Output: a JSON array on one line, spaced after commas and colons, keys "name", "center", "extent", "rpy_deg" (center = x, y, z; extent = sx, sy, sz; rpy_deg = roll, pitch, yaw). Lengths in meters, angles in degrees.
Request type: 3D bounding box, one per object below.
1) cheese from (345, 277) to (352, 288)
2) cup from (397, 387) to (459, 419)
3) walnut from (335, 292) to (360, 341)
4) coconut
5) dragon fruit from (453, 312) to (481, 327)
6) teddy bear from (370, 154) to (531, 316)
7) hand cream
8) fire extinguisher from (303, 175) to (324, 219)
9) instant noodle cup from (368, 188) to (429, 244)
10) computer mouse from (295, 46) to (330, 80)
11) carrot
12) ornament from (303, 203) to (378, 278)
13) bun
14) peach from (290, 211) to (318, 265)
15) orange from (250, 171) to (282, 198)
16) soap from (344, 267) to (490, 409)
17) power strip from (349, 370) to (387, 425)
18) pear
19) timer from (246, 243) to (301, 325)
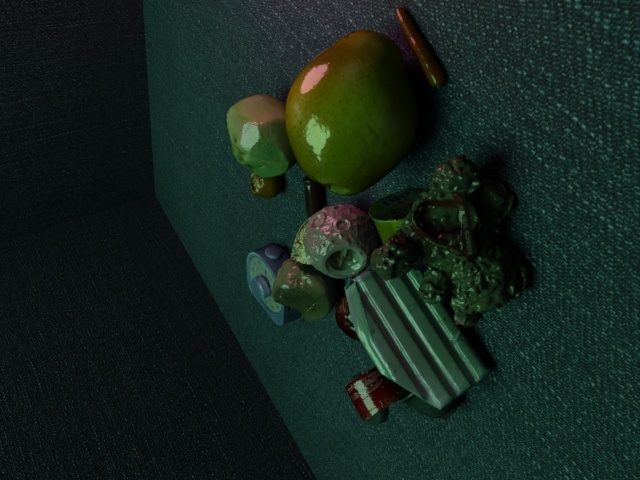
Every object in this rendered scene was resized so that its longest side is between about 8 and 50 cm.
[{"name": "cheese", "center": [0.093, 0.099, 2.032], "extent": [0.106, 0.037, 0.256], "rpy_deg": [-8, 104, 62]}, {"name": "cup", "center": [0.372, 0.502, 1.702], "extent": [0.150, 0.199, 0.199], "rpy_deg": [43, 147, 8]}, {"name": "walnut", "center": [0.198, 0.266, 1.776], "extent": [0.268, 0.221, 0.244], "rpy_deg": [21, 139, 41]}, {"name": "coconut", "center": [-0.196, -0.380, 1.944], "extent": [0.329, 0.281, 0.329], "rpy_deg": [57, 165, 25]}, {"name": "dragon fruit", "center": [0.425, 0.208, 1.501], "extent": [0.056, 0.060, 0.084], "rpy_deg": [-174, 92, -66]}, {"name": "teddy bear", "center": [0.359, 0.024, 1.281], "extent": [0.367, 0.224, 0.357], "rpy_deg": [38, 102, 5]}, {"name": "hand cream", "center": [0.215, 0.550, 1.934], "extent": [0.150, 0.230, 0.230], "rpy_deg": [59, 151, 16]}, {"name": "fire extinguisher", "center": [-0.026, -0.125, 2.043], "extent": [0.089, 0.072, 0.268], "rpy_deg": [26, 131, 44]}, {"name": "instant noodle cup", "center": [0.250, -0.039, 1.500], "extent": [0.205, 0.204, 0.153], "rpy_deg": [20, 132, 55]}, {"name": "computer mouse", "center": [-0.017, -0.478, 1.742], "extent": [0.188, 0.121, 0.371], "rpy_deg": [61, 155, 14]}, {"name": "carrot", "center": [0.252, -0.495, 1.331], "extent": [0.248, 0.043, 0.043], "rpy_deg": [64, 152, 10]}, {"name": "ornament", "center": [0.066, -0.005, 1.778], "extent": [0.225, 0.259, 0.260], "rpy_deg": [-98, 11, -46]}, {"name": "bun", "center": [-0.055, 0.180, 2.163], "extent": [0.282, 0.281, 0.205], "rpy_deg": [103, 178, -47]}, {"name": "peach", "center": [0.003, -0.001, 1.993], "extent": [0.279, 0.068, 0.189], "rpy_deg": [-32, 81, 24]}, {"name": "orange", "center": [-0.239, -0.254, 2.266], "extent": [0.154, 0.134, 0.155], "rpy_deg": [34, 139, 36]}, {"name": "soap", "center": [0.263, 0.277, 1.564], "extent": [0.446, 0.261, 0.156], "rpy_deg": [57, 169, 8]}, {"name": "power strip", "center": [0.208, 0.667, 2.209], "extent": [0.167, 0.054, 0.254], "rpy_deg": [-13, 98, 59]}, {"name": "pear", "center": [0.087, -0.333, 1.405], "extent": [0.362, 0.362, 0.419], "rpy_deg": [16, 93, 56]}, {"name": "timer", "center": [-0.237, 0.194, 2.535], "extent": [0.395, 0.173, 0.395], "rpy_deg": [41, 142, 43]}]
